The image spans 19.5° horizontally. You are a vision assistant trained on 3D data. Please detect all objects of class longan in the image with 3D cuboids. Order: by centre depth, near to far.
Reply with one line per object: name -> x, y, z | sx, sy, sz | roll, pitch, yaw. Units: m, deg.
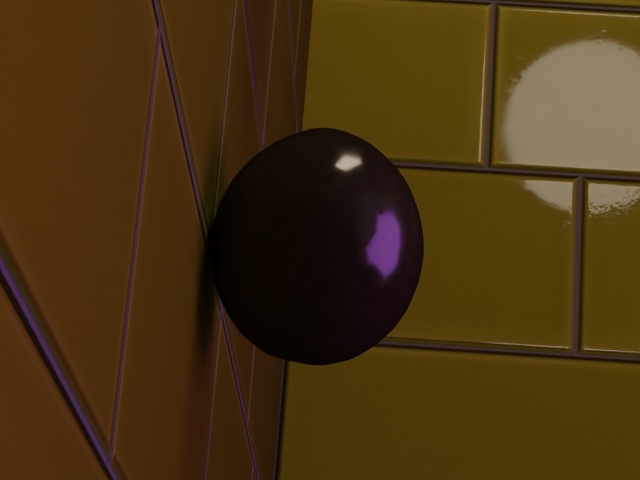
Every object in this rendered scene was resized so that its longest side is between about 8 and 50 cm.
longan -> 0.000, 0.000, 1.841 | 0.248, 0.248, 0.248 | 4, 90, -88
